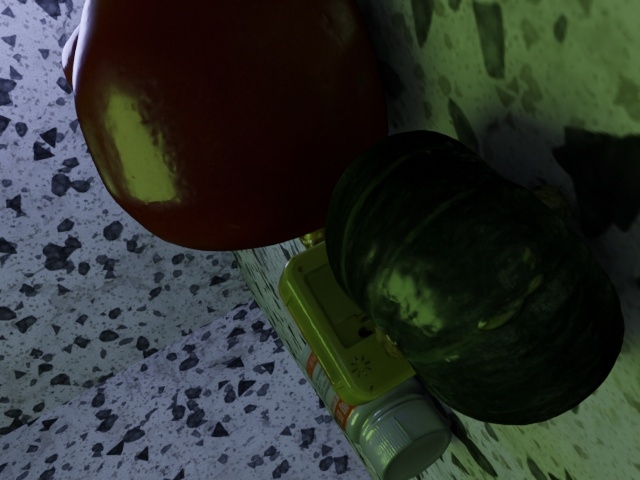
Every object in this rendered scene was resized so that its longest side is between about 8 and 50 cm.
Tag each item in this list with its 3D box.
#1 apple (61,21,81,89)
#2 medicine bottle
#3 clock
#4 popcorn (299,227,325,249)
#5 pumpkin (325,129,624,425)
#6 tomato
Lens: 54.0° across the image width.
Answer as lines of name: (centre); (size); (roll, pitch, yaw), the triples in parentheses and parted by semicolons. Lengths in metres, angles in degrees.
apple: (-0.372, -0.367, 1.248); (0.216, 0.260, 0.260); (41, 177, -25)
medicine bottle: (0.085, 0.245, 0.998); (0.252, 0.145, 0.144); (47, 162, 40)
clock: (0.047, 0.097, 0.809); (0.202, 0.143, 0.096); (59, 161, 13)
popcorn: (0.000, 0.000, 0.998); (0.083, 0.057, 0.082); (50, 165, 34)
pumpkin: (0.099, 0.021, 0.416); (0.212, 0.152, 0.211); (43, 173, 7)
tomato: (-0.061, -0.121, 0.555); (0.227, 0.298, 0.298); (2, 130, 29)
